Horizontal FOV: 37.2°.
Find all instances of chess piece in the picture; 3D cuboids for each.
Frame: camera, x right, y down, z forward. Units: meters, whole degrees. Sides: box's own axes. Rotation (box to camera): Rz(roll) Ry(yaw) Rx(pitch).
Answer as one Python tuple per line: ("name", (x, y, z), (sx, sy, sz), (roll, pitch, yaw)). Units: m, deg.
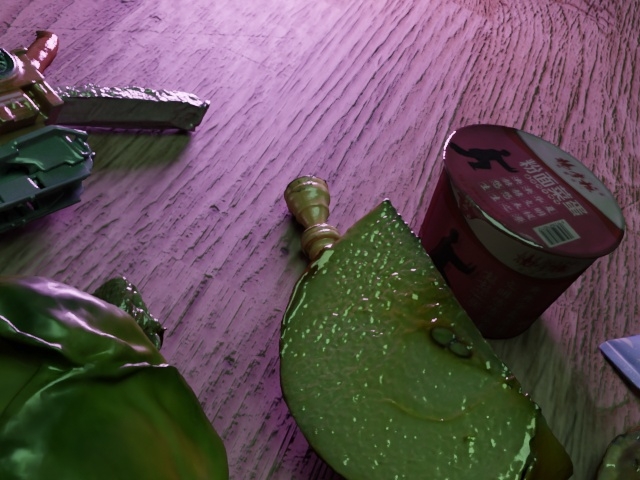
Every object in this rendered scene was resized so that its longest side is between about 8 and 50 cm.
("chess piece", (0.001, -0.001, 1.133), (0.060, 0.060, 0.172), (5, 45, -24))

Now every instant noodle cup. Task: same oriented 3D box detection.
("instant noodle cup", (0.221, -0.005, 1.158), (0.235, 0.178, 0.235), (15, 40, -13))

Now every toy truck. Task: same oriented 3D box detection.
("toy truck", (-0.393, -0.068, 0.932), (0.184, 0.133, 0.338), (46, 39, 9))

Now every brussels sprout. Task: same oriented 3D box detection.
("brussels sprout", (-0.205, 0.170, 0.683), (0.294, 0.227, 0.259), (49, 42, -26))

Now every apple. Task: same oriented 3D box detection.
("apple", (0.096, 0.129, 0.939), (0.254, 0.179, 0.346), (8, 39, -41))

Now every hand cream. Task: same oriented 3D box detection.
("hand cream", (0.481, 0.142, 1.247), (0.256, 0.055, 0.088), (-11, 47, -29))

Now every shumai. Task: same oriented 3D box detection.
("shumai", (-0.189, 0.087, 0.932), (0.080, 0.082, 0.083), (39, 58, -42))

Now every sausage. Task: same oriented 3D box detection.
("sausage", (-0.364, -0.223, 1.197), (0.042, 0.036, 0.158), (29, 36, -16))

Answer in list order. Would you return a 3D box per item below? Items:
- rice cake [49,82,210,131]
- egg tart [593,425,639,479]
("rice cake", (-0.265, -0.164, 1.171), (0.270, 0.055, 0.049), (-4, 32, -32))
("egg tart", (0.453, 0.303, 0.967), (0.352, 0.150, 0.352), (15, 36, -11))
